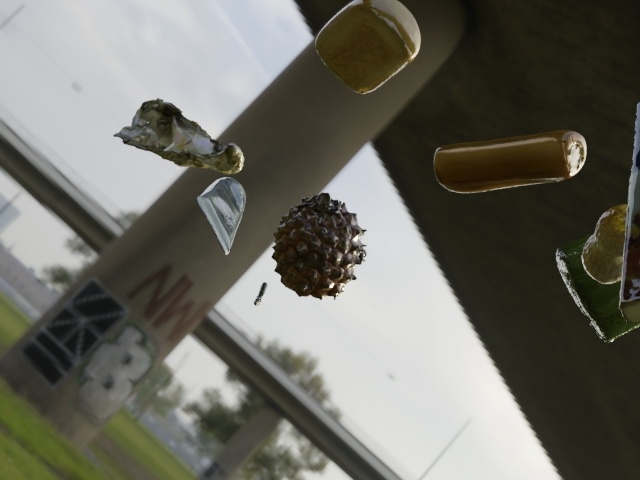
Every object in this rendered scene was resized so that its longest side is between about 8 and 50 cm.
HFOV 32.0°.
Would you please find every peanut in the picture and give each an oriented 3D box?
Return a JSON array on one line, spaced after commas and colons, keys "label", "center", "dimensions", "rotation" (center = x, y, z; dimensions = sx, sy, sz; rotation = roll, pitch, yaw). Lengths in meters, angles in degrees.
[{"label": "peanut", "center": [0.470, 0.010, 1.783], "dimensions": [0.087, 0.087, 0.207], "rotation": [39, -18, 16]}]

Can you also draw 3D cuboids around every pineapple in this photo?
[{"label": "pineapple", "center": [0.000, 0.000, 1.903], "dimensions": [0.166, 0.166, 0.193], "rotation": [34, -46, 33]}]

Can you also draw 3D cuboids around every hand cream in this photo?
[{"label": "hand cream", "center": [-0.202, -0.064, 2.255], "dimensions": [0.341, 0.077, 0.124], "rotation": [-81, 146, -76]}]

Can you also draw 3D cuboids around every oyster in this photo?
[{"label": "oyster", "center": [-0.197, -0.131, 1.514], "dimensions": [0.200, 0.106, 0.061], "rotation": [42, -11, 35]}]

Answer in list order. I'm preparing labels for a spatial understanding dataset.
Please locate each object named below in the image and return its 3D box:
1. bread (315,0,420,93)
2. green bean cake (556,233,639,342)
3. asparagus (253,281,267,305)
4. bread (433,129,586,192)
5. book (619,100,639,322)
[{"label": "bread", "center": [0.087, -0.345, 1.913], "dimensions": [0.147, 0.098, 0.217], "rotation": [45, -29, -14]}, {"label": "green bean cake", "center": [0.567, 0.093, 2.264], "dimensions": [0.214, 0.113, 0.200], "rotation": [62, 7, 1]}, {"label": "asparagus", "center": [-0.114, 0.103, 2.106], "dimensions": [0.114, 0.014, 0.015], "rotation": [-74, 143, -71]}, {"label": "bread", "center": [0.295, -0.120, 1.747], "dimensions": [0.239, 0.074, 0.092], "rotation": [-6, -29, 33]}, {"label": "book", "center": [0.519, -0.093, 1.363], "dimensions": [0.300, 0.428, 0.039], "rotation": [-21, -58, 33]}]
